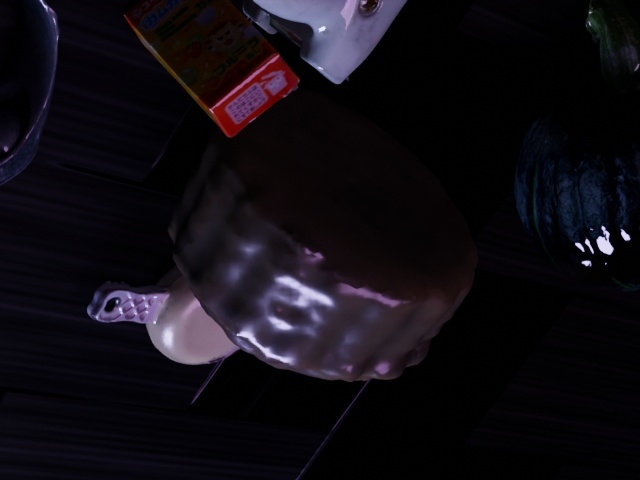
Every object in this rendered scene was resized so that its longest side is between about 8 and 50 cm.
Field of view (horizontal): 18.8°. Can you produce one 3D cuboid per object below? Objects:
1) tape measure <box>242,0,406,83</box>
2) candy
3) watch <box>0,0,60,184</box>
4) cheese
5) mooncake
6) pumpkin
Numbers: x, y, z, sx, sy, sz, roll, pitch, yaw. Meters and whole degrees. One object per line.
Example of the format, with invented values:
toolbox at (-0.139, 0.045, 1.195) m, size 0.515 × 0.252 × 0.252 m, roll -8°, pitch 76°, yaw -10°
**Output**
tape measure at (0.014, -0.248, 1.239) m, size 0.243 × 0.125 × 0.246 m, roll -54°, pitch 142°, yaw 3°
candy at (-0.074, -0.129, 1.300) m, size 0.062 × 0.122 × 0.038 m, roll -39°, pitch 144°, yaw -3°
watch at (-0.261, -0.095, 1.212) m, size 0.206 × 0.068 × 0.193 m, roll -31°, pitch 140°, yaw -21°
cheese at (-0.110, 0.055, 1.521) m, size 0.171 × 0.047 × 0.092 m, roll -14°, pitch 133°, yaw -34°
mooncake at (0.000, 0.000, 1.425) m, size 0.228 × 0.228 × 0.124 m, roll 4°, pitch 132°, yaw -45°
pumpkin at (0.269, -0.087, 1.608) m, size 0.248 × 0.248 × 0.248 m, roll -25°, pitch 141°, yaw -22°
